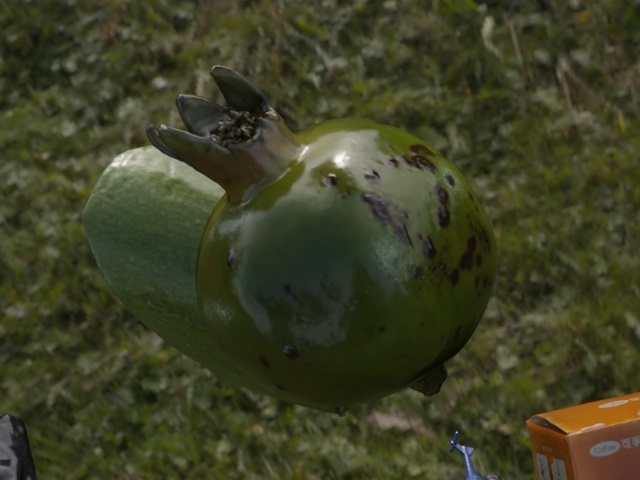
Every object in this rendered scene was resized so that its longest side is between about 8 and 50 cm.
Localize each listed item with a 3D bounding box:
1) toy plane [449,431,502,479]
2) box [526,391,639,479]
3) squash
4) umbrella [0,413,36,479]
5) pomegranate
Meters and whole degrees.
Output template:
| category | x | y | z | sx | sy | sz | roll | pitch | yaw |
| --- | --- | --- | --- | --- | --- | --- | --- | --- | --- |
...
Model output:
| category | x | y | z | sx | sy | sz | roll | pitch | yaw |
| --- | --- | --- | --- | --- | --- | --- | --- | --- | --- |
| toy plane | 0.203 | 0.322 | 1.905 | 0.062 | 0.054 | 0.167 | 7 | 30 | -11 |
| box | 0.405 | 0.363 | 1.764 | 0.225 | 0.341 | 0.143 | -11 | 0 | -12 |
| squash | -0.069 | 0.030 | 1.267 | 0.261 | 0.189 | 0.189 | 19 | 55 | 8 |
| umbrella | -0.160 | 0.135 | 0.637 | 0.059 | 0.066 | 0.235 | -56 | 35 | 30 |
| pomegranate | -0.009 | 0.007 | 0.915 | 0.198 | 0.246 | 0.198 | -40 | 40 | 45 |
